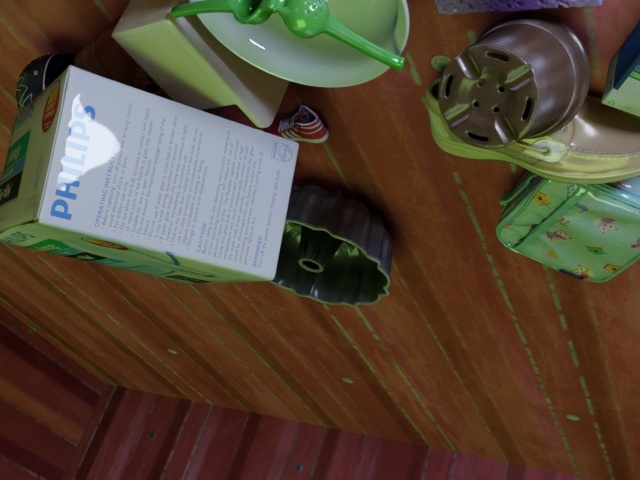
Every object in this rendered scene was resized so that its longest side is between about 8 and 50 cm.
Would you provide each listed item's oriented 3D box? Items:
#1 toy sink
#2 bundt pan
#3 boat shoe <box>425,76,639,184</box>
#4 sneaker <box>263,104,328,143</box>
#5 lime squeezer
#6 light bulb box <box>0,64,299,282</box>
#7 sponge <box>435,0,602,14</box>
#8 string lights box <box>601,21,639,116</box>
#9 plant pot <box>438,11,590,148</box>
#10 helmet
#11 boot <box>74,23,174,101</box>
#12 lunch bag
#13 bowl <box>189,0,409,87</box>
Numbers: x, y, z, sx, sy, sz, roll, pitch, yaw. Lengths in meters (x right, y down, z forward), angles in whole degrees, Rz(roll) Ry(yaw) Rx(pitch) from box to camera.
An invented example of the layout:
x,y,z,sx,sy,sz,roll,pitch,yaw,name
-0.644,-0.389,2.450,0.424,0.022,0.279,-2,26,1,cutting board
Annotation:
x,y,z,sx,sy,sz,roll,pitch,yaw,name
-0.166,-0.285,1.247,0.131,0.153,0.234,-3,146,38,toy sink
0.000,0.000,1.691,0.331,0.124,0.331,17,153,9,bundt pan
0.309,-0.163,1.179,0.341,0.121,0.110,9,152,24,boat shoe
-0.050,-0.198,1.447,0.118,0.042,0.067,2,153,18,sneaker
-0.048,-0.274,1.021,0.310,0.059,0.110,15,-176,10,lime squeezer
-0.287,-0.077,1.330,0.361,0.225,0.358,15,168,-29,light bulb box
0.231,-0.331,1.023,0.210,0.031,0.117,5,149,29,sponge
0.452,-0.239,0.990,0.133,0.077,0.259,20,153,0,string lights box
0.233,-0.191,1.056,0.167,0.165,0.167,12,115,27,plant pot
-0.454,-0.250,1.498,0.161,0.169,0.169,10,156,-17,helmet
-0.252,-0.261,1.427,0.220,0.109,0.283,-13,131,41,boot
0.411,-0.043,1.345,0.224,0.108,0.279,21,153,-2,lunch bag
-0.016,-0.340,1.061,0.298,0.134,0.298,16,153,8,bowl
